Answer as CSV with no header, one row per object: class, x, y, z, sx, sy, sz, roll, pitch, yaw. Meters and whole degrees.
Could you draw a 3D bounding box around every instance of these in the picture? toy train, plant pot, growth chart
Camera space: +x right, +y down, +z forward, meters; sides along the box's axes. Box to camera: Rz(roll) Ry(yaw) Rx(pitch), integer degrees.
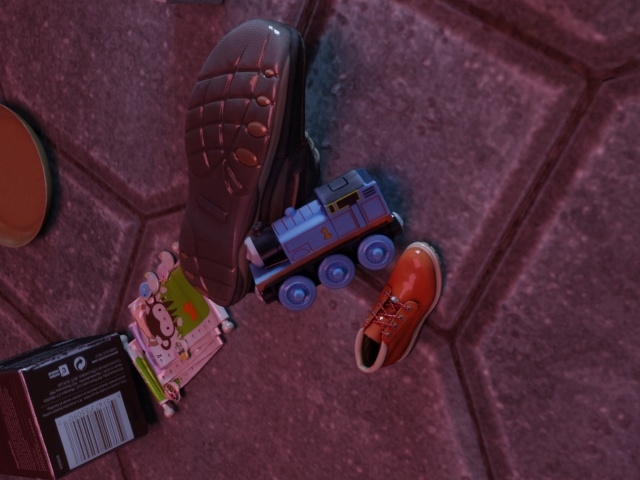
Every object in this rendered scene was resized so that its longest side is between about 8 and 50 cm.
toy train,0.000,0.000,0.910,0.184,0.080,0.105,-27,111,0
plant pot,-0.505,-0.106,1.320,0.236,0.032,0.236,11,109,34
growth chart,-0.216,0.127,1.184,0.172,0.021,0.237,49,125,16

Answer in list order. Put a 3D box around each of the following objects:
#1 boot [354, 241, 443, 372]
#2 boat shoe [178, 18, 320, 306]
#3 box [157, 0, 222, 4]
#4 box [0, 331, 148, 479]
boot,0.085,0.078,0.913,0.059,0.085,0.157,29,117,28
boat shoe,-0.076,-0.090,0.955,0.132,0.130,0.355,36,127,27
box,-0.173,-0.337,0.969,0.087,0.101,0.101,25,117,29
box,-0.403,0.250,1.248,0.203,0.168,0.167,-12,96,44
